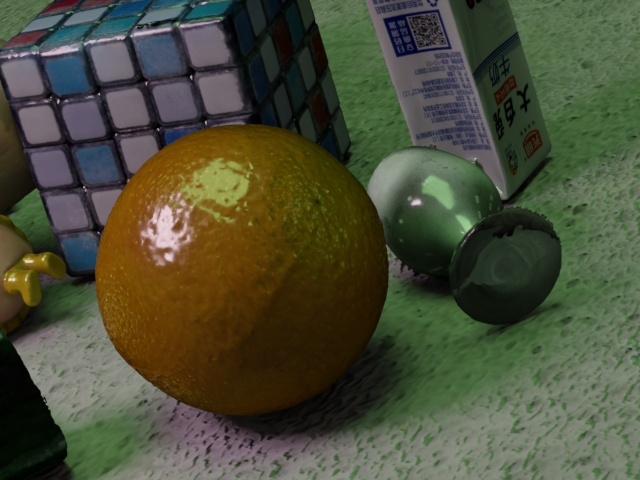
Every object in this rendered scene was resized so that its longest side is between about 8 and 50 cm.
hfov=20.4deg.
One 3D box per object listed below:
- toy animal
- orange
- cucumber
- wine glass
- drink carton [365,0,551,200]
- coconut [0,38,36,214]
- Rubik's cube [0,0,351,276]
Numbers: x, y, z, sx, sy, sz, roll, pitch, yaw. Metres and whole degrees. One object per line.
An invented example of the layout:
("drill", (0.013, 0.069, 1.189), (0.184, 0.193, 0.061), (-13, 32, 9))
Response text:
("toy animal", (-0.395, 0.041, 1.959), (0.230, 0.156, 0.156), (-2, 28, 23))
("orange", (-0.072, 0.028, 1.622), (0.274, 0.274, 0.274), (-14, 24, 6))
("cucumber", (-0.327, 0.152, 1.627), (0.130, 0.191, 0.191), (-28, 26, -23))
("wine glass", (0.133, -0.013, 1.744), (0.126, 0.126, 0.241), (-22, 27, -11))
("drink carton", (0.142, -0.202, 1.915), (0.106, 0.315, 0.130), (-3, 26, 36))
("coconut", (-0.427, -0.133, 2.039), (0.259, 0.259, 0.259), (-14, 24, 6))
("Rubik's cube", (-0.158, -0.154, 2.041), (0.292, 0.293, 0.287), (-9, 24, 20))
